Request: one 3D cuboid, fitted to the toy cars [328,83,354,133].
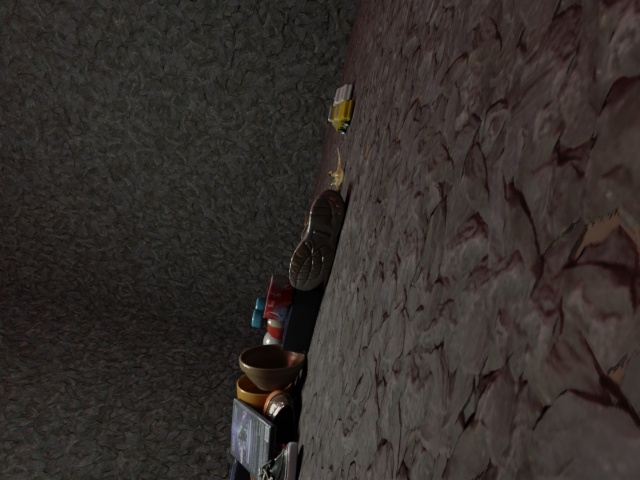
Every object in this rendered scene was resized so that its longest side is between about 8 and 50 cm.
[{"bbox_3d":[0.082,-0.565,2.097,0.394,0.087,0.177,-85,9,-56],"label":"toy cars"}]

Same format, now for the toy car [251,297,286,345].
[{"bbox_3d":[-0.176,0.384,2.063,0.210,0.219,0.238,-91,10,-70],"label":"toy car"}]

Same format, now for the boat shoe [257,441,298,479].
[{"bbox_3d":[-0.133,0.696,1.437,0.113,0.104,0.307,-85,8,-55],"label":"boat shoe"}]

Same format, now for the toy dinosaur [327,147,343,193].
[{"bbox_3d":[0.066,-0.240,1.828,0.092,0.053,0.183,164,111,-67],"label":"toy dinosaur"}]

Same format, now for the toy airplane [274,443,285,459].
[{"bbox_3d":[-0.124,0.683,1.536,0.151,0.028,0.151,-1,89,42],"label":"toy airplane"}]

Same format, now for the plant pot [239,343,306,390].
[{"bbox_3d":[-0.170,0.461,1.762,0.237,0.237,0.110,-111,22,-81],"label":"plant pot"}]

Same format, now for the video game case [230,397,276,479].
[{"bbox_3d":[-0.227,0.659,1.632,0.274,0.026,0.196,6,92,57],"label":"video game case"}]

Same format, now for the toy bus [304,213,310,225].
[{"bbox_3d":[-0.006,-0.062,1.805,0.191,0.104,0.202,-86,9,-58],"label":"toy bus"}]

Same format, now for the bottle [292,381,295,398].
[{"bbox_3d":[-0.158,0.636,1.951,0.118,0.092,0.283,-95,17,-77],"label":"bottle"}]

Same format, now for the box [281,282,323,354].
[{"bbox_3d":[-0.065,0.247,1.788,0.184,0.103,0.262,-96,19,-67],"label":"box"}]

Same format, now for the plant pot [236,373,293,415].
[{"bbox_3d":[-0.201,0.604,1.812,0.205,0.204,0.188,-107,17,-80],"label":"plant pot"}]

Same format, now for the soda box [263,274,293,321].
[{"bbox_3d":[-0.150,0.211,1.768,0.263,0.083,0.092,111,169,-64],"label":"soda box"}]

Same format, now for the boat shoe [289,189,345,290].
[{"bbox_3d":[0.000,0.000,1.606,0.130,0.132,0.356,-64,-3,-68],"label":"boat shoe"}]

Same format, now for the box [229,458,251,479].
[{"bbox_3d":[-0.246,0.904,1.835,0.296,0.182,0.294,109,170,-59],"label":"box"}]

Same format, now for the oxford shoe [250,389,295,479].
[{"bbox_3d":[-0.155,0.692,1.636,0.132,0.129,0.364,179,99,-73],"label":"oxford shoe"}]
